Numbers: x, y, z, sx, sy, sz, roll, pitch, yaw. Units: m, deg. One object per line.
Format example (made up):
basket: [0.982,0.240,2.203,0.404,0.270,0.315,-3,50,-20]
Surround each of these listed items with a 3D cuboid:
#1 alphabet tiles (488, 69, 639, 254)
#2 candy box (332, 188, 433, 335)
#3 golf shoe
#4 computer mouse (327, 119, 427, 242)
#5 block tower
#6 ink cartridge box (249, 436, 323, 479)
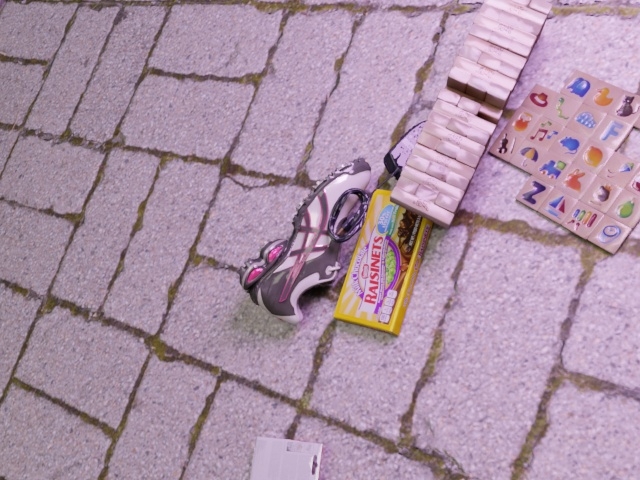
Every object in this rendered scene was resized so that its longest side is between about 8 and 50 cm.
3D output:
alphabet tiles: [0.347,-0.118,1.031,0.237,0.009,0.198,37,93,39]
candy box: [0.095,0.028,1.125,0.105,0.027,0.206,9,76,38]
golf shoe: [0.000,0.000,1.173,0.120,0.105,0.273,41,93,11]
computer mouse: [0.100,-0.086,1.134,0.242,0.041,0.071,-42,84,-6]
block tower: [0.206,-0.179,1.075,0.090,0.097,0.336,25,81,11]
ink cartridge box: [-0.043,0.314,1.094,0.115,0.029,0.063,-4,68,31]
